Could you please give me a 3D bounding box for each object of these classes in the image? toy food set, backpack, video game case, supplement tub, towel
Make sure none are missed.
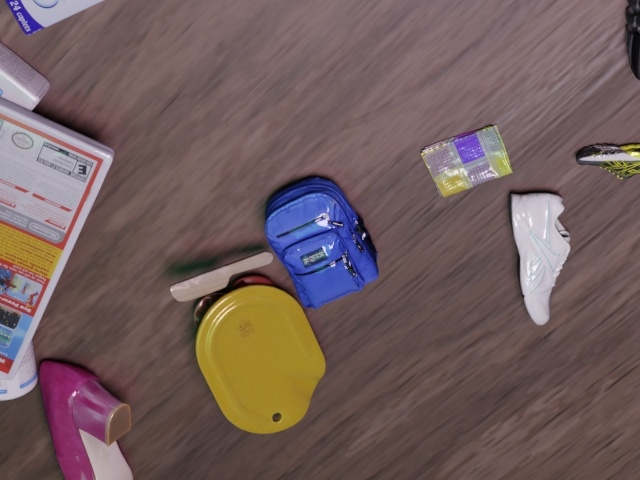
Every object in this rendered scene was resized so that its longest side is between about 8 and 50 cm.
[{"bbox_3d":[-0.080,0.104,1.512,0.128,0.071,0.218,-27,115,-11],"label":"toy food set"},{"bbox_3d":[0.000,0.000,1.434,0.098,0.101,0.120,-25,108,7],"label":"backpack"},{"bbox_3d":[-0.356,-0.011,1.413,0.204,0.025,0.285,24,112,-9],"label":"video game case"},{"bbox_3d":[-0.351,0.115,1.522,0.071,0.071,0.107,0,115,3],"label":"supplement tub"},{"bbox_3d":[0.152,-0.081,1.435,0.083,0.009,0.060,-19,112,12],"label":"towel"}]

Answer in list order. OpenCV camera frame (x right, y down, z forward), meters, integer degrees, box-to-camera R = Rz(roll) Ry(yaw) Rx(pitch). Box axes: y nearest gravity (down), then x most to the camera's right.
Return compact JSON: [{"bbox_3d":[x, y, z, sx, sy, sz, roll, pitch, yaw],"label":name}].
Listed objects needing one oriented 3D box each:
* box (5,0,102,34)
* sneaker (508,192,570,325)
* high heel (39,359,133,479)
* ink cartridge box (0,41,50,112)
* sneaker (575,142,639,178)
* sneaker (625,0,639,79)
[{"bbox_3d":[-0.249,-0.286,1.325,0.137,0.072,0.126,-23,113,13],"label":"box"},{"bbox_3d":[0.235,0.020,1.456,0.061,0.054,0.152,-8,114,4],"label":"sneaker"},{"bbox_3d":[-0.282,0.250,1.596,0.117,0.082,0.244,29,134,24],"label":"high heel"},{"bbox_3d":[-0.470,-0.152,1.405,0.296,0.066,0.261,39,110,-14],"label":"ink cartridge box"},{"bbox_3d":[0.303,-0.078,1.417,0.083,0.031,0.035,-1,116,4],"label":"sneaker"},{"bbox_3d":[0.365,-0.256,1.301,0.132,0.086,0.229,2,115,-1],"label":"sneaker"}]
